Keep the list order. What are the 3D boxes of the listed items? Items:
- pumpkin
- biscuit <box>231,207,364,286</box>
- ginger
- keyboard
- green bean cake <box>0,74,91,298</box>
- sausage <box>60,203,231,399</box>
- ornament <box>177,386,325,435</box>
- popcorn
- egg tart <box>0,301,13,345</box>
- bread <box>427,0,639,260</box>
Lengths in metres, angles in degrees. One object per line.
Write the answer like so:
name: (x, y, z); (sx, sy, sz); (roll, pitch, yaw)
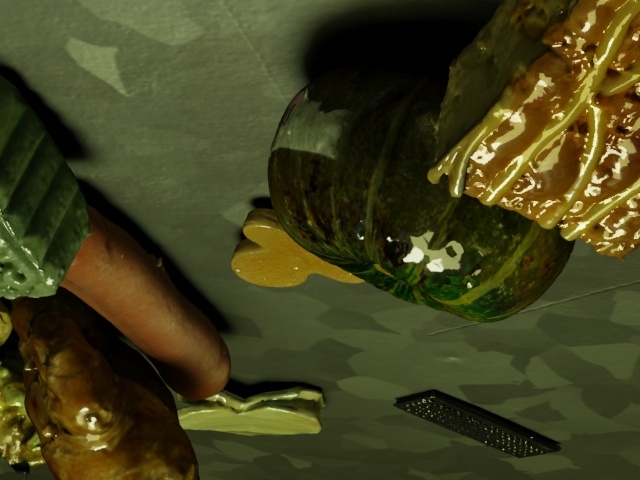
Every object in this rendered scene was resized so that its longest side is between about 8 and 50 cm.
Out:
pumpkin: (0.093, -0.048, 1.172); (0.260, 0.189, 0.260); (25, 176, 2)
biscuit: (0.000, -0.002, 1.464); (0.158, 0.035, 0.240); (29, 148, -34)
ginger: (-0.269, 0.184, 1.689); (0.274, 0.152, 0.357); (52, 176, -24)
keyboard: (0.214, 0.250, 1.968); (0.250, 0.017, 0.087); (27, 151, -34)
green bean cake: (-0.347, -0.044, 1.342); (0.227, 0.125, 0.222); (2, 142, 27)
sausage: (-0.201, 0.067, 1.605); (0.094, 0.094, 0.419); (18, 161, 29)
ornament: (-0.093, 0.237, 1.989); (0.201, 0.059, 0.180); (3, 158, 6)
popcorn: (-0.402, 0.210, 1.881); (0.168, 0.174, 0.195); (15, -169, 3)
egg tart: (-0.528, 0.106, 1.748); (0.319, 0.128, 0.319); (8, 157, 3)
bread: (0.213, -0.122, 0.958); (0.184, 0.114, 0.275); (20, 130, -24)
